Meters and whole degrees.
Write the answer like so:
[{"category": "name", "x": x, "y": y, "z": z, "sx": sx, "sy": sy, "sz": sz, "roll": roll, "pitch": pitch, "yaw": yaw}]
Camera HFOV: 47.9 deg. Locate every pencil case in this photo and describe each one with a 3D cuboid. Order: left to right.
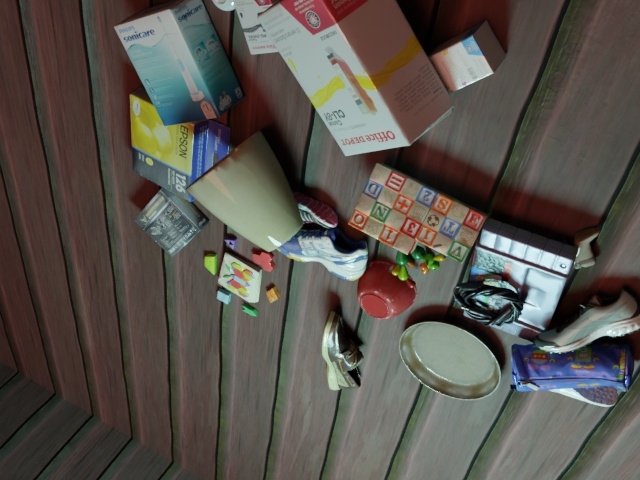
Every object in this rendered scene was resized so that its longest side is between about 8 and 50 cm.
[{"category": "pencil case", "x": 0.633, "y": 0.324, "z": 1.833, "sx": 0.306, "sy": 0.133, "sz": 0.119, "roll": -4, "pitch": 122, "yaw": 22}]

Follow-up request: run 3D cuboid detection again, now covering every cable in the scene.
[{"category": "cable", "x": 0.433, "y": 0.167, "z": 1.832, "sx": 0.185, "sy": 0.047, "sz": 0.150, "roll": -3, "pitch": 130, "yaw": 40}]

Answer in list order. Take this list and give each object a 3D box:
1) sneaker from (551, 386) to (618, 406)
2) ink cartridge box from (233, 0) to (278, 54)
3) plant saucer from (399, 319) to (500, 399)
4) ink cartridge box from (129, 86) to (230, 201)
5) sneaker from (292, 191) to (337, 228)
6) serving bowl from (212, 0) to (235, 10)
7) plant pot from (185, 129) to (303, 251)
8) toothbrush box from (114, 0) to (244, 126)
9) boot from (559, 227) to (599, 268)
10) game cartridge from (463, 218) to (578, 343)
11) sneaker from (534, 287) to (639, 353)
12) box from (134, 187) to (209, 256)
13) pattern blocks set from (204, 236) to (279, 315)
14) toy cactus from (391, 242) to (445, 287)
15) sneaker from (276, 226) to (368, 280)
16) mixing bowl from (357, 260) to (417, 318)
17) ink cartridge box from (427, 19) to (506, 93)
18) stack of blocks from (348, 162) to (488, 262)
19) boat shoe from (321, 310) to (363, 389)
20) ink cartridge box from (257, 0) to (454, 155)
[{"category": "sneaker", "x": 0.678, "y": 0.384, "z": 1.941, "sx": 0.235, "sy": 0.090, "sz": 0.094, "roll": 22, "pitch": 153, "yaw": 18}, {"category": "ink cartridge box", "x": -0.130, "y": -0.526, "z": 1.716, "sx": 0.109, "sy": 0.063, "sz": 0.150, "roll": 4, "pitch": 127, "yaw": 32}, {"category": "plant saucer", "x": 0.383, "y": 0.344, "z": 2.121, "sx": 0.311, "sy": 0.050, "sz": 0.310, "roll": 19, "pitch": 133, "yaw": 21}, {"category": "ink cartridge box", "x": -0.424, "y": -0.265, "z": 2.142, "sx": 0.307, "sy": 0.072, "sz": 0.303, "roll": 28, "pitch": 136, "yaw": 14}, {"category": "sneaker", "x": -0.026, "y": -0.073, "z": 2.036, "sx": 0.171, "sy": 0.063, "sz": 0.074, "roll": 28, "pitch": 137, "yaw": 18}, {"category": "serving bowl", "x": -0.237, "y": -0.597, "z": 1.755, "sx": 0.083, "sy": 0.027, "sz": 0.083, "roll": 20, "pitch": 135, "yaw": 21}, {"category": "plant pot", "x": -0.180, "y": -0.112, "z": 1.956, "sx": 0.257, "sy": 0.256, "sz": 0.274, "roll": -25, "pitch": 107, "yaw": 45}, {"category": "toothbrush box", "x": -0.366, "y": -0.466, "z": 1.883, "sx": 0.217, "sy": 0.126, "sz": 0.295, "roll": -3, "pitch": 124, "yaw": 37}, {"category": "boot", "x": 0.620, "y": 0.021, "z": 1.690, "sx": 0.087, "sy": 0.042, "sz": 0.118, "roll": 48, "pitch": 140, "yaw": -16}, {"category": "game cartridge", "x": 0.487, "y": 0.112, "z": 1.815, "sx": 0.230, "sy": 0.068, "sz": 0.355, "roll": 17, "pitch": 141, "yaw": 16}, {"category": "sneaker", "x": 0.650, "y": 0.196, "z": 1.766, "sx": 0.272, "sy": 0.100, "sz": 0.108, "roll": -27, "pitch": 95, "yaw": 27}, {"category": "box", "x": -0.491, "y": -0.065, "z": 2.366, "sx": 0.183, "sy": 0.056, "sz": 0.231, "roll": 46, "pitch": 137, "yaw": -7}, {"category": "pattern blocks set", "x": -0.265, "y": 0.124, "z": 2.395, "sx": 0.286, "sy": 0.026, "sz": 0.324, "roll": 19, "pitch": 135, "yaw": 20}, {"category": "toy cactus", "x": 0.236, "y": 0.026, "z": 1.923, "sx": 0.180, "sy": 0.112, "sz": 0.219, "roll": 42, "pitch": 147, "yaw": 11}, {"category": "sneaker", "x": 0.000, "y": 0.000, "z": 2.057, "sx": 0.297, "sy": 0.111, "sz": 0.130, "roll": 20, "pitch": 131, "yaw": 6}, {"category": "mixing bowl", "x": 0.174, "y": 0.160, "z": 2.071, "sx": 0.182, "sy": 0.098, "sz": 0.181, "roll": 19, "pitch": 135, "yaw": 20}, {"category": "ink cartridge box", "x": 0.299, "y": -0.382, "z": 1.523, "sx": 0.143, "sy": 0.090, "sz": 0.092, "roll": -17, "pitch": 114, "yaw": 44}, {"category": "stack of blocks", "x": 0.241, "y": -0.053, "z": 1.790, "sx": 0.297, "sy": 0.087, "sz": 0.171, "roll": 27, "pitch": 102, "yaw": 12}, {"category": "boat shoe", "x": 0.079, "y": 0.360, "z": 2.306, "sx": 0.123, "sy": 0.123, "sz": 0.341, "roll": 5, "pitch": 129, "yaw": 14}, {"category": "ink cartridge box", "x": 0.074, "y": -0.387, "z": 1.559, "sx": 0.384, "sy": 0.160, "sz": 0.279, "roll": 55, "pitch": 158, "yaw": -18}]
